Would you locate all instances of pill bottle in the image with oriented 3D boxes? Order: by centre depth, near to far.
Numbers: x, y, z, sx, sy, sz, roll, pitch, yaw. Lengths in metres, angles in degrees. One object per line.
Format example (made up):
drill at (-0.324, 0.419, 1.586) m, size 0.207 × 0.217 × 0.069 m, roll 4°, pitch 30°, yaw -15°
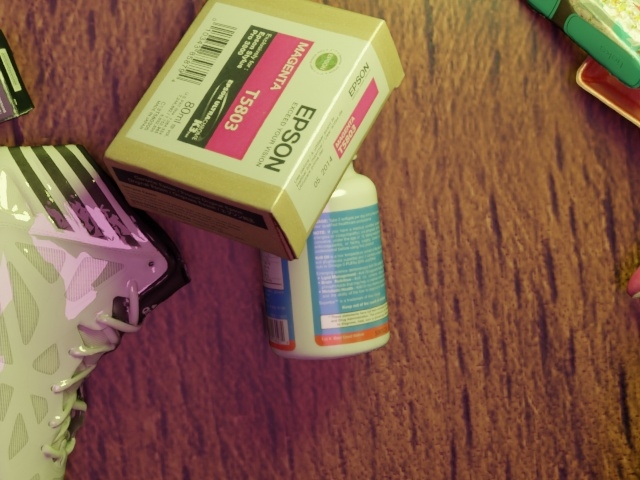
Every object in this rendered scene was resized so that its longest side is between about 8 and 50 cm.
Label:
pill bottle at (0.000, 0.000, 1.649) m, size 0.124 × 0.124 × 0.222 m, roll -5°, pitch 98°, yaw -5°

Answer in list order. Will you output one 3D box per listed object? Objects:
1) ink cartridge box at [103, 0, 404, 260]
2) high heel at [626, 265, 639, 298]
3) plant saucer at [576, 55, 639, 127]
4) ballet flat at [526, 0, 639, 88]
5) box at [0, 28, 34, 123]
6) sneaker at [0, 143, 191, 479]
ink cartridge box at (-0.061, -0.119, 1.561) m, size 0.193 × 0.088 × 0.235 m, roll 17°, pitch 63°, yaw 26°
high heel at (0.397, -0.046, 1.713) m, size 0.244 × 0.082 × 0.117 m, roll -38°, pitch 78°, yaw 10°
plant saucer at (0.436, -0.189, 1.667) m, size 0.258 × 0.048 × 0.259 m, roll 37°, pitch 92°, yaw 15°
ballet flat at (0.264, -0.248, 1.659) m, size 0.077 × 0.091 × 0.241 m, roll -40°, pitch 81°, yaw -26°
box at (-0.370, -0.136, 1.580) m, size 0.158 × 0.156 × 0.093 m, roll -22°, pitch 98°, yaw -2°
sneaker at (-0.243, 0.120, 1.618) m, size 0.257 × 0.169 × 0.448 m, roll -10°, pitch 95°, yaw -2°
